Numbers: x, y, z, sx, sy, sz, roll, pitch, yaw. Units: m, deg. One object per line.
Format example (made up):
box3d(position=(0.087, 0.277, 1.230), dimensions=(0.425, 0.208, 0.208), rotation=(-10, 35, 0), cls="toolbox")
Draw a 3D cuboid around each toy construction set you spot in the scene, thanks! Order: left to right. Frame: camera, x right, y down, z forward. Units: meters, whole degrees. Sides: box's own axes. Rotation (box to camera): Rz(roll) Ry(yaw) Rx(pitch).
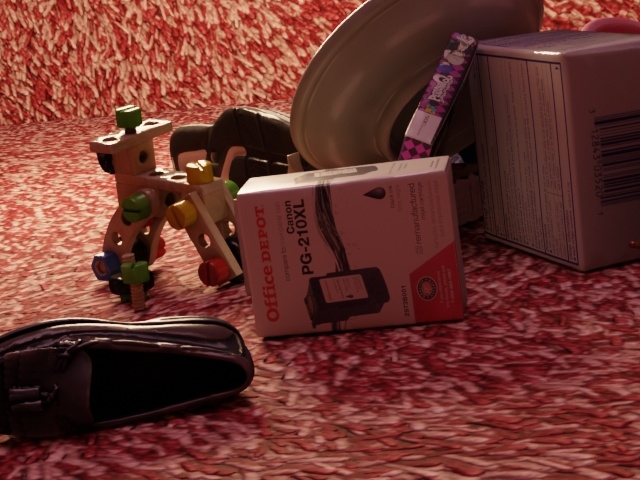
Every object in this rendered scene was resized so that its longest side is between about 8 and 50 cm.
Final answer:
box3d(position=(-0.167, -0.070, 2.270), dimensions=(0.309, 0.237, 0.257), rotation=(-13, 12, -24), cls="toy construction set")

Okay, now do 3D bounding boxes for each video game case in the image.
box3d(position=(0.132, -0.116, 2.174), dimensions=(0.042, 0.232, 0.210), rotation=(21, 50, 5), cls="video game case")

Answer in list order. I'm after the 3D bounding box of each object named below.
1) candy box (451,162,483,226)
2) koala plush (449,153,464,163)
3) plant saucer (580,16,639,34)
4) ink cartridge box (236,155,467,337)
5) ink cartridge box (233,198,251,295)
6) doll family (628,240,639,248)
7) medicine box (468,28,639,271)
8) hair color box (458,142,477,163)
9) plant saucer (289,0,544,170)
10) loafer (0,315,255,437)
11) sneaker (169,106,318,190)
box3d(position=(0.143, -0.058, 2.419), dimensions=(0.165, 0.070, 0.196), rotation=(1, 15, 42), cls="candy box")
box3d(position=(0.093, -0.136, 2.596), dimensions=(0.203, 0.196, 0.221), rotation=(-14, 6, 38), cls="koala plush")
box3d(position=(0.497, -0.188, 2.435), dimensions=(0.332, 0.084, 0.332), rotation=(21, 33, -15), cls="plant saucer")
box3d(position=(0.036, 0.008, 1.915), dimensions=(0.237, 0.172, 0.100), rotation=(-6, 12, 9), cls="ink cartridge box")
box3d(position=(0.000, 0.000, 2.090), dimensions=(0.176, 0.128, 0.127), rotation=(-13, 13, -21), cls="ink cartridge box")
box3d(position=(0.443, 0.009, 1.906), dimensions=(0.193, 0.076, 0.111), rotation=(-12, 15, 5), cls="doll family")
box3d(position=(0.312, -0.122, 2.135), dimensions=(0.149, 0.263, 0.289), rotation=(-11, 12, -17), cls="medicine box")
box3d(position=(0.377, -0.170, 2.568), dimensions=(0.174, 0.105, 0.347), rotation=(-35, -8, 40), cls="hair color box")
box3d(position=(0.153, -0.206, 2.331), dimensions=(0.400, 0.400, 0.100), rotation=(-14, 56, -29), cls="plant saucer")
box3d(position=(-0.211, 0.132, 1.660), dimensions=(0.303, 0.109, 0.095), rotation=(-8, 15, -17), cls="loafer")
box3d(position=(-0.044, -0.162, 2.809), dimensions=(0.257, 0.169, 0.447), rotation=(-17, 12, -30), cls="sneaker")
